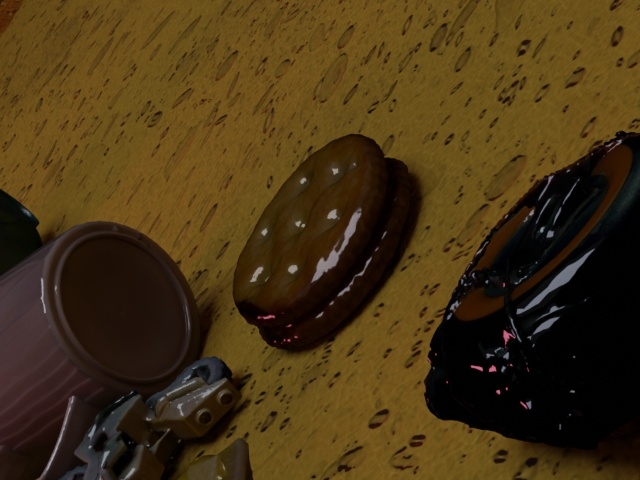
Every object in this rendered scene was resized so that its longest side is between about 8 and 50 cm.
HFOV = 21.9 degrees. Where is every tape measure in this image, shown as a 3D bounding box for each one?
[{"bbox_3d":[0.172,0.033,1.088,0.223,0.135,0.202,-53,13,-13],"label":"tape measure"}]

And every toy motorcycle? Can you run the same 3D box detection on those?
[{"bbox_3d":[-0.165,0.207,1.574,0.229,0.094,0.130,-41,25,-5],"label":"toy motorcycle"}]

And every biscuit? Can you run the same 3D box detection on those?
[{"bbox_3d":[0.000,0.000,1.569,0.220,0.066,0.220,-43,25,26],"label":"biscuit"}]

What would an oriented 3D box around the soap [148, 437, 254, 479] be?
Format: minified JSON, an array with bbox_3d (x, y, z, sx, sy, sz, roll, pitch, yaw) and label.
[{"bbox_3d":[-0.127,0.347,1.198,0.293,0.156,0.335,-38,26,27],"label":"soap"}]

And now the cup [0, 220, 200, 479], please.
[{"bbox_3d":[-0.296,0.138,1.747,0.273,0.208,0.288,-32,13,40],"label":"cup"}]

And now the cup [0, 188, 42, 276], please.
[{"bbox_3d":[-0.534,0.043,2.411,0.258,0.219,0.289,-52,-10,2],"label":"cup"}]
